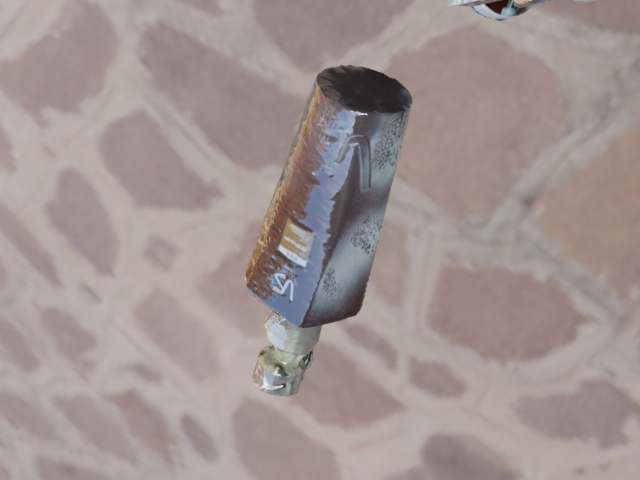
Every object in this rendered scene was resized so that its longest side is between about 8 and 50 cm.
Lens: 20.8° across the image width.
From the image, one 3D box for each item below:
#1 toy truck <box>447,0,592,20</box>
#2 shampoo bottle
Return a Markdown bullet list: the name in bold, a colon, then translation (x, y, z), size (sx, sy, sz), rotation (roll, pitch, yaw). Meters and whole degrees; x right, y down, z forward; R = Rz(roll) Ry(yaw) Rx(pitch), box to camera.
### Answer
- **toy truck**: translation (0.190, -0.258, 1.104), size (0.133, 0.338, 0.184), rotation (3, 112, 68)
- **shampoo bottle**: translation (0.000, 0.001, 1.005), size (0.057, 0.063, 0.207), rotation (41, 128, 34)
